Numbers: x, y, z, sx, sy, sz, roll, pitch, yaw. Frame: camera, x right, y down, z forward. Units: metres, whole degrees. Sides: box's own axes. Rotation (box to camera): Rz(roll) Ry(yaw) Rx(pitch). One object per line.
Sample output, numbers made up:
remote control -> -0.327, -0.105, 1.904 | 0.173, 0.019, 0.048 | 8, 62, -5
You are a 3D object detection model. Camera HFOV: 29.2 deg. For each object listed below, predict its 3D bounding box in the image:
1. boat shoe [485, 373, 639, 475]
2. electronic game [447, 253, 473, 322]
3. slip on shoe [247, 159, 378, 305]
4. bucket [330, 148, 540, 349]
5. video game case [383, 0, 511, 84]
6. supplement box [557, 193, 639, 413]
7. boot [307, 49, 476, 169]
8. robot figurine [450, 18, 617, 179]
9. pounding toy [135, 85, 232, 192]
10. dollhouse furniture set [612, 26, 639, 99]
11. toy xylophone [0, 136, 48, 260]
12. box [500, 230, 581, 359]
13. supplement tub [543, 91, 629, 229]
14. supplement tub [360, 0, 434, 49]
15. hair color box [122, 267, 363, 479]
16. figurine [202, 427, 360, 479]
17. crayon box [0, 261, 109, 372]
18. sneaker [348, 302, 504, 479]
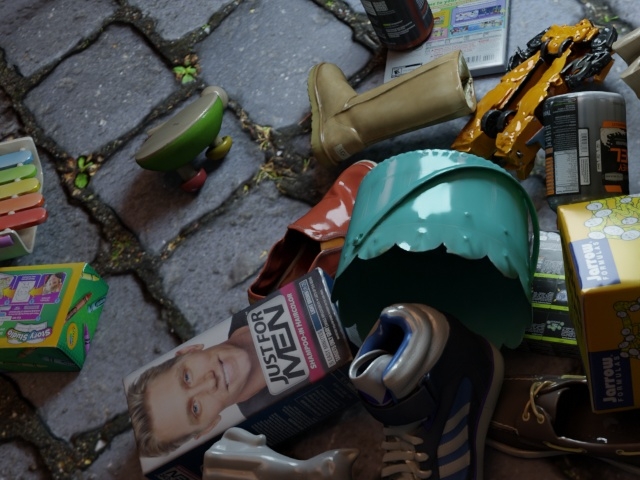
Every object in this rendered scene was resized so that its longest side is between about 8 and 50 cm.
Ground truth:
boat shoe -> 0.318, 0.223, 1.574 | 0.324, 0.096, 0.116 | 10, 61, 31
electronic game -> 0.128, 0.078, 1.809 | 0.229, 0.048, 0.229 | -9, 56, 14
slip on shoe -> 0.000, 0.000, 1.898 | 0.123, 0.101, 0.331 | 20, 64, 37
bucket -> 0.157, 0.021, 1.647 | 0.281, 0.281, 0.183 | -7, 52, 21
video game case -> 0.220, -0.350, 2.114 | 0.212, 0.023, 0.193 | -7, 53, 22
supplement box -> 0.486, 0.056, 1.493 | 0.357, 0.195, 0.194 | -10, 34, 7
boot -> 0.116, -0.244, 2.006 | 0.270, 0.089, 0.236 | -22, 50, 23
robot figurine -> 0.340, -0.226, 1.899 | 0.291, 0.085, 0.211 | -49, 29, -15
pounding toy -> -0.218, -0.167, 2.149 | 0.183, 0.110, 0.237 | -35, 17, 11
dollhouse furniture set -> 0.657, -0.176, 1.688 | 0.394, 0.256, 0.362 | -31, 43, 30
toy xylophone -> -0.599, -0.053, 2.192 | 0.236, 0.081, 0.322 | -18, 37, -3
box -> 0.365, 0.076, 1.702 | 0.191, 0.045, 0.184 | 5, 60, 28
supplement tub -> 0.379, -0.111, 1.748 | 0.117, 0.117, 0.190 | -3, 88, 24
supplement tub -> 0.116, -0.421, 2.069 | 0.106, 0.198, 0.106 | -13, 50, 16
hair color box -> -0.102, 0.204, 1.751 | 0.347, 0.105, 0.173 | -31, 51, 12
figurine -> -0.046, 0.362, 1.611 | 0.210, 0.092, 0.214 | 3, 88, 18
crayon box -> -0.509, 0.131, 2.053 | 0.279, 0.081, 0.165 | -3, 54, 24
sneaker -> 0.099, 0.237, 1.530 | 0.130, 0.236, 0.322 | 5, 75, 49
